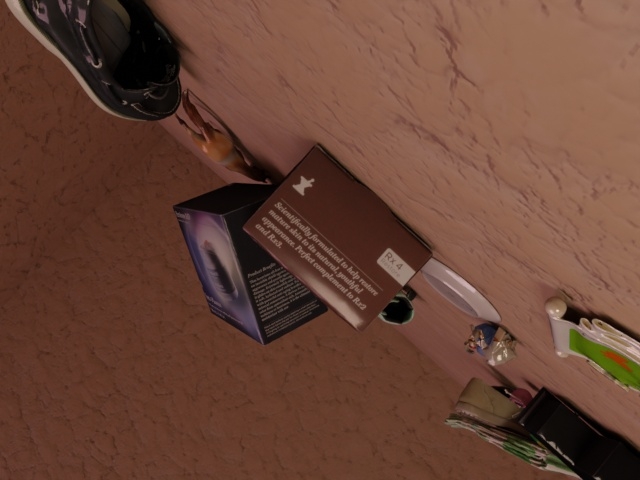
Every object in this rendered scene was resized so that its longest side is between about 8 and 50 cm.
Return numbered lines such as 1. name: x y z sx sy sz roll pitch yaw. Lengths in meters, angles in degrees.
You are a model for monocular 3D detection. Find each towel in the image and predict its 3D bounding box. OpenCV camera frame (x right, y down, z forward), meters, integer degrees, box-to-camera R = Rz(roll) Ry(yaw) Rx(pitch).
1. towel: 0.452 0.449 1.088 0.248 0.038 0.325 22 168 -17

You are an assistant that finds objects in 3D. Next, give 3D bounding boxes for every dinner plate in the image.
1. dinner plate: 0.175 0.066 0.673 0.141 0.017 0.141 40 176 4

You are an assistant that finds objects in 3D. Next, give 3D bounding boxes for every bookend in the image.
1. bookend: 0.385 0.296 0.729 0.157 0.072 0.156 41 175 13

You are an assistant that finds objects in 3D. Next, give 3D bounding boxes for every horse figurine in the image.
1. horse figurine: -0.222 -0.210 1.084 0.174 0.066 0.263 46 180 21

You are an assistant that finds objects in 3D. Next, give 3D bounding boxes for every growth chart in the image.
1. growth chart: 0.272 0.125 0.385 0.237 0.021 0.172 38 175 45

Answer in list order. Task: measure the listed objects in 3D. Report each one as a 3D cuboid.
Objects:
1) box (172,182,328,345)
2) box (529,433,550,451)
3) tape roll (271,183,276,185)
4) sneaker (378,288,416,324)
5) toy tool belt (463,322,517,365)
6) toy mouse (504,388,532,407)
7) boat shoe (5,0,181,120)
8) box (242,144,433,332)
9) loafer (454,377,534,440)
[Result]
1. box: -0.166 0.035 1.146 0.296 0.183 0.293 11 120 55
2. box: 0.455 0.375 0.860 0.179 0.043 0.105 27 174 5
3. tape roll: -0.064 -0.044 1.282 0.219 0.072 0.219 41 176 3
4. sneaker: 0.084 0.076 1.020 0.256 0.094 0.151 33 -176 -16
5. toy tool belt: 0.230 0.132 0.698 0.083 0.052 0.051 -159 52 -69
6. toy mouse: 0.389 0.298 0.901 0.161 0.031 0.143 31 173 4
7. boat shoe: -0.242 -0.239 0.661 0.113 0.127 0.340 17 168 11
8. box: 0.000 0.000 0.760 0.191 0.143 0.381 42 174 -5
9. loafer: 0.415 0.373 1.122 0.269 0.091 0.102 26 166 -29
